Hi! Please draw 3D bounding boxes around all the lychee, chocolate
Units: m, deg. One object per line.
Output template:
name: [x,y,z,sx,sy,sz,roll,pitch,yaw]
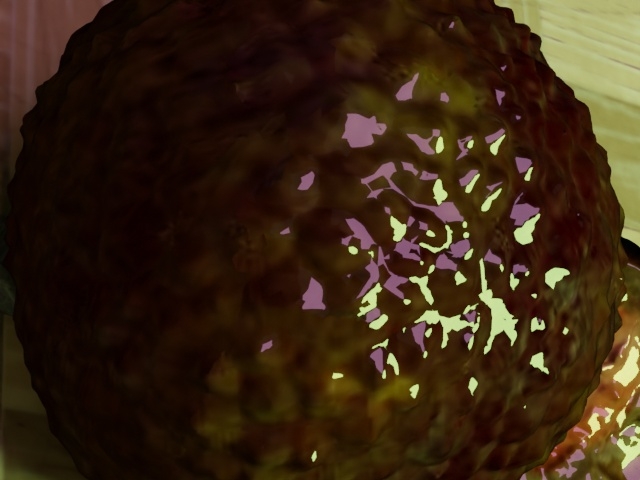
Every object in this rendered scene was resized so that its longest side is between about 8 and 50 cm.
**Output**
lychee: [0.000,0.000,0.732,0.260,0.260,0.261,17,59,-32]
chocolate: [0.105,0.069,0.864,0.133,0.127,0.124,-30,56,-15]

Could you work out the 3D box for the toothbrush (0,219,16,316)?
toothbrush: [-0.228,-0.088,0.737,0.321,0.023,0.031,46,41,-13]
